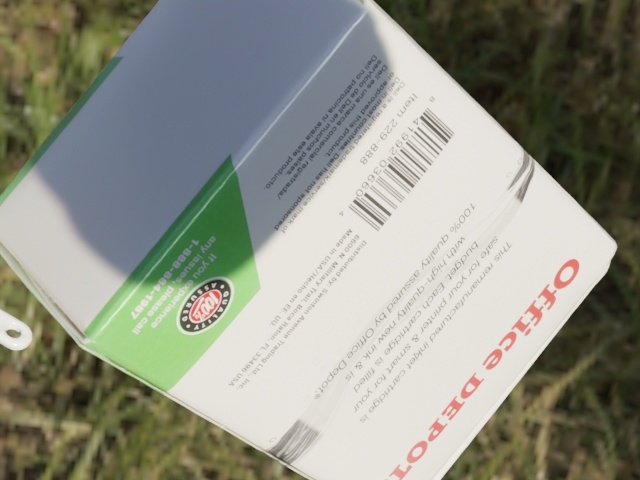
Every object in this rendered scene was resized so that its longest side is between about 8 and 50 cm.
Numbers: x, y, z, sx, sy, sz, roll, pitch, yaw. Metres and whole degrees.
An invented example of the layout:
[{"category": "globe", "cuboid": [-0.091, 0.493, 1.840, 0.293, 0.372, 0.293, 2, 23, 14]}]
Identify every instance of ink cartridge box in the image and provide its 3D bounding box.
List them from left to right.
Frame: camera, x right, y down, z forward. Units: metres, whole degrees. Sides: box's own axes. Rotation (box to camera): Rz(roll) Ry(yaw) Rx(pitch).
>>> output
[{"category": "ink cartridge box", "cuboid": [0.000, 0.000, 1.009, 0.121, 0.211, 0.289, 41, 1, 41]}]

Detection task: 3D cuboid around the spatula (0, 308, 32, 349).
[{"category": "spatula", "cuboid": [-0.276, 0.027, 0.965, 0.242, 0.019, 0.168, 30, 48, 5]}]
